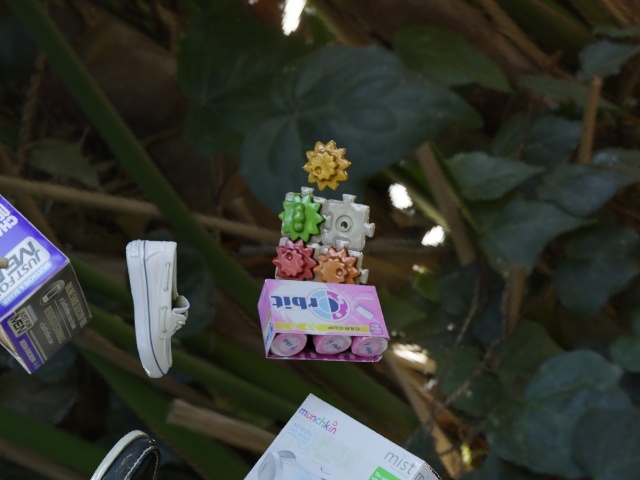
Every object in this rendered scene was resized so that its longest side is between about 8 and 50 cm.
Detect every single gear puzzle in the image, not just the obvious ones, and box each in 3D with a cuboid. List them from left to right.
[{"bbox_3d":[0.000,0.000,1.734,0.044,0.175,0.339,-7,-74,-64],"label":"gear puzzle"}]

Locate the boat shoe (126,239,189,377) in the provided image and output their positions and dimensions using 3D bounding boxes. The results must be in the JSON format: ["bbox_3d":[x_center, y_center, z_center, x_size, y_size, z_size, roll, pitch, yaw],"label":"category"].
[{"bbox_3d":[-0.225,0.103,1.469,0.083,0.076,0.226,-95,1,-56],"label":"boat shoe"}]

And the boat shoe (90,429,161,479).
[{"bbox_3d":[-0.253,0.403,1.249,0.127,0.113,0.340,68,-139,-55],"label":"boat shoe"}]

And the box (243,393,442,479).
[{"bbox_3d":[0.028,0.404,1.595,0.262,0.127,0.231,24,70,45],"label":"box"}]

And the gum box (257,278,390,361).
[{"bbox_3d":[0.007,0.122,1.559,0.107,0.188,0.062,-104,25,-44],"label":"gum box"}]

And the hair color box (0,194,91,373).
[{"bbox_3d":[-0.425,-0.016,1.186,0.110,0.339,0.185,-46,-14,-21],"label":"hair color box"}]

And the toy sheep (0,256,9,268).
[{"bbox_3d":[-0.352,0.021,0.945,0.091,0.132,0.091,-14,72,49],"label":"toy sheep"}]
